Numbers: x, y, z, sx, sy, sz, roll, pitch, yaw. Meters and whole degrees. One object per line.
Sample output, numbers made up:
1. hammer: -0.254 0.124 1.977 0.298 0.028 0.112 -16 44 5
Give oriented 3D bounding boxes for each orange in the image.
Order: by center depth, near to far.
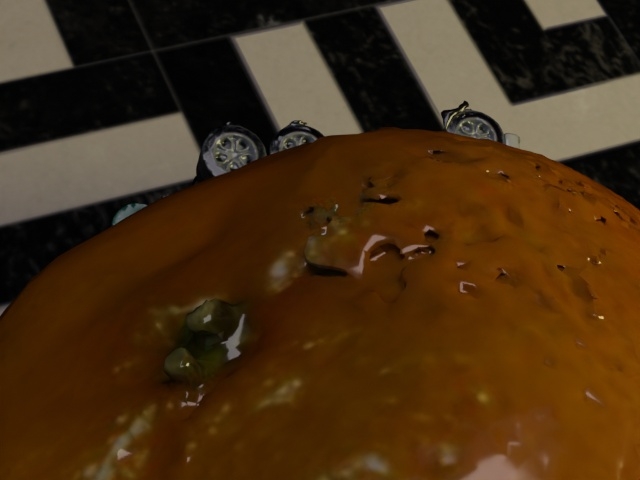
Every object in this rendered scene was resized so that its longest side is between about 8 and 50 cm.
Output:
1. orange: 0.008 0.146 0.668 0.424 0.326 0.424 -11 45 11

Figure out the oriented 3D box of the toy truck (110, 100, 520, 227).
1. toy truck: 0.000 0.000 0.956 0.253 0.114 0.124 -5 69 -14
